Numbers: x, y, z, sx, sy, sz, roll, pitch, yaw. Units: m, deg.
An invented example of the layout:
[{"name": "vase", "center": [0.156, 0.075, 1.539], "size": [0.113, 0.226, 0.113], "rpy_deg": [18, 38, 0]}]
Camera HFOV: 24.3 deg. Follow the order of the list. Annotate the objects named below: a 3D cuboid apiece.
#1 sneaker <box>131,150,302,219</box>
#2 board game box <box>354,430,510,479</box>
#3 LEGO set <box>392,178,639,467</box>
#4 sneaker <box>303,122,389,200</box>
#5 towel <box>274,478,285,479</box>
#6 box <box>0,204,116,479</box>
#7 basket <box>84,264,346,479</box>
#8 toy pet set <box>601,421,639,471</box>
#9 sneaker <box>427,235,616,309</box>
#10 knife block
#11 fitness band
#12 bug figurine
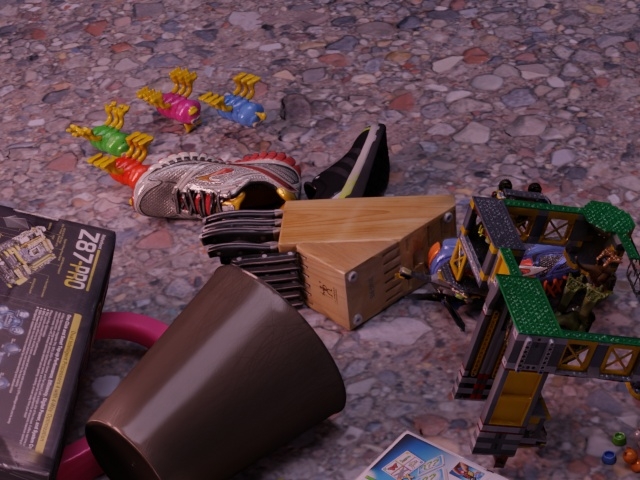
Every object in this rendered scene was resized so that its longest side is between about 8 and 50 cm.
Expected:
[{"name": "sneaker", "center": [-0.135, -0.063, 1.941], "size": [0.225, 0.088, 0.093], "rpy_deg": [-7, 36, -1]}, {"name": "board game box", "center": [0.075, 0.311, 1.382], "size": [0.193, 0.053, 0.305], "rpy_deg": [23, 41, 29]}, {"name": "LEGO set", "center": [0.243, 0.105, 1.588], "size": [0.255, 0.192, 0.331], "rpy_deg": [1, 36, -21]}, {"name": "sneaker", "center": [0.027, -0.082, 1.947], "size": [0.097, 0.084, 0.235], "rpy_deg": [4, 36, 16]}, {"name": "towel", "center": [-0.060, 0.327, 1.434], "size": [0.102, 0.021, 0.237], "rpy_deg": [-15, 36, -4]}, {"name": "box", "center": [-0.406, 0.103, 1.578], "size": [0.318, 0.097, 0.395], "rpy_deg": [10, 38, -5]}, {"name": "basket", "center": [-0.118, 0.170, 1.550], "size": [0.204, 0.154, 0.227], "rpy_deg": [48, 60, 3]}, {"name": "toy pet set", "center": [0.365, 0.183, 1.538], "size": [0.114, 0.065, 0.122], "rpy_deg": [14, 40, 26]}, {"name": "sneaker", "center": [0.236, 0.052, 1.747], "size": [0.221, 0.083, 0.087], "rpy_deg": [-1, 52, 9]}, {"name": "knife block", "center": [0.000, 0.000, 1.829], "size": [0.275, 0.088, 0.242], "rpy_deg": [-31, 43, -30]}, {"name": "fitness band", "center": [-0.278, 0.177, 1.647], "size": [0.291, 0.054, 0.209], "rpy_deg": [-30, 42, -29]}, {"name": "bug figurine", "center": [-0.217, -0.154, 2.095], "size": [0.279, 0.072, 0.216], "rpy_deg": [-32, 37, -26]}]
